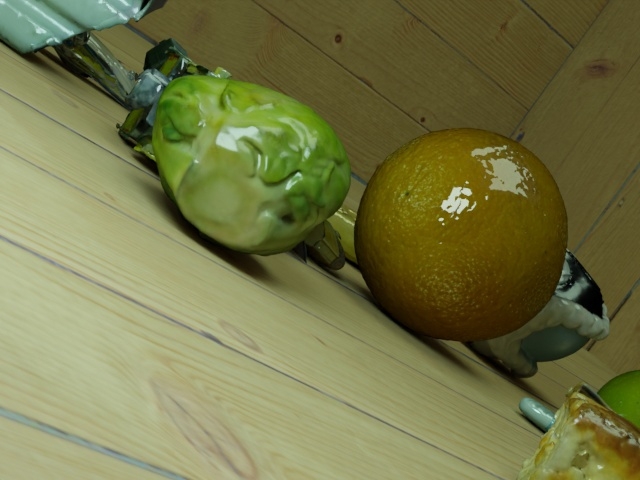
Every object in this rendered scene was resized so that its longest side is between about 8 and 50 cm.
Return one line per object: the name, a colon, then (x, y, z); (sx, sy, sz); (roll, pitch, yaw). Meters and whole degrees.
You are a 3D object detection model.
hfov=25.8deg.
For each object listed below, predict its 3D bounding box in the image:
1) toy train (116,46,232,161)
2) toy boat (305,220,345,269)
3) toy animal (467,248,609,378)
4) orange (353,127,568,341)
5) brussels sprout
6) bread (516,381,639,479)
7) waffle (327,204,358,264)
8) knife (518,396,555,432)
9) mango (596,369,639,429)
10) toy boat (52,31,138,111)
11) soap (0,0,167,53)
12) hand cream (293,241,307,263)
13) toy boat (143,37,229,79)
toy train: (-0.112, -0.109, 1.589); (0.261, 0.134, 0.177); (35, -3, -21)
toy boat: (0.000, 0.000, 1.775); (0.049, 0.047, 0.149); (48, 4, -19)
toy animal: (0.313, 0.106, 2.056); (0.156, 0.204, 0.208); (49, 18, -29)
orange: (0.176, -0.005, 1.731); (0.274, 0.274, 0.274); (35, 5, -4)
brussels sprout: (-0.075, -0.079, 1.355); (0.223, 0.161, 0.223); (43, 7, -6)
bread: (0.304, 0.247, 1.193); (0.274, 0.114, 0.185); (38, 6, 6)
waffle: (0.061, 0.000, 2.079); (0.221, 0.055, 0.248); (33, 4, -9)
knife: (0.334, 0.257, 1.706); (0.222, 0.031, 0.064); (35, 2, -9)
mango: (0.445, 0.256, 1.887); (0.175, 0.143, 0.293); (31, -6, 11)
toy boat: (-0.299, -0.237, 1.902); (0.210, 0.066, 0.084); (46, 15, -16)
soap: (-0.388, -0.406, 1.707); (0.446, 0.261, 0.156); (35, 2, -4)
hand cream: (-0.054, -0.036, 1.738); (0.043, 0.067, 0.209); (-10, 22, -17)
toy boat: (-0.139, -0.166, 1.996); (0.319, 0.092, 0.141); (40, 25, -53)
